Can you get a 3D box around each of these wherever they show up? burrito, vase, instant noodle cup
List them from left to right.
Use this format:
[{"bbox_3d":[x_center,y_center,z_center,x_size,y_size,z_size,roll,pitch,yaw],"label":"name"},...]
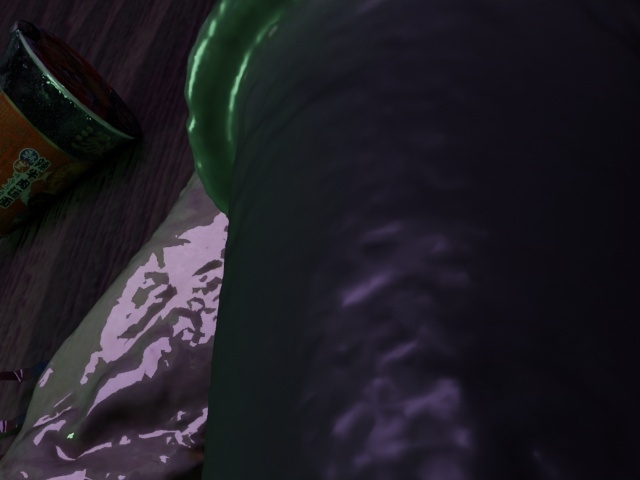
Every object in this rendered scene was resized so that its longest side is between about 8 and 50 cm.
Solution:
[{"bbox_3d":[-0.228,-0.078,1.105,0.136,0.127,0.127,-44,28,10],"label":"instant noodle cup"},{"bbox_3d":[-0.055,0.038,0.738,0.117,0.076,0.392,28,72,21],"label":"burrito"},{"bbox_3d":[0.049,0.051,0.506,0.245,0.245,0.291,-23,39,28],"label":"vase"}]

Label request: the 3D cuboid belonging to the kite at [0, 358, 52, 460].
[{"bbox_3d":[-0.130,0.081,0.845,0.229,0.016,0.127,-17,52,38],"label":"kite"}]
